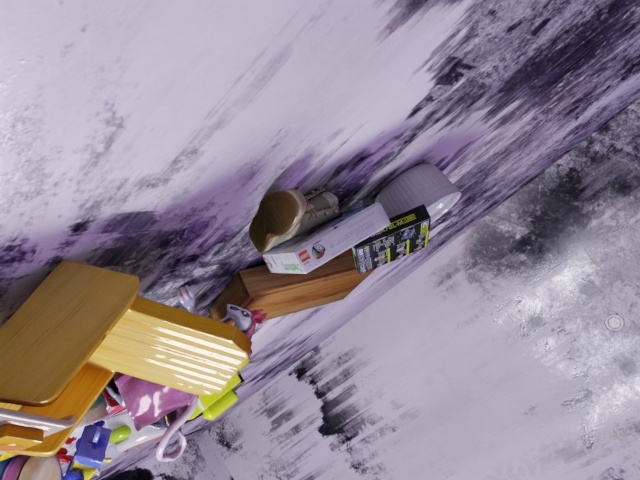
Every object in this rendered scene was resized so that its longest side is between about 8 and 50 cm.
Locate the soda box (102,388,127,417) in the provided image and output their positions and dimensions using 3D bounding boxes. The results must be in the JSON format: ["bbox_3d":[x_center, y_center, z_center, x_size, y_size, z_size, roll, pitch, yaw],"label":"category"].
[{"bbox_3d":[-0.490,0.379,1.599,0.083,0.092,0.263,-34,166,13],"label":"soda box"}]

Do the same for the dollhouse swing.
[{"bbox_3d":[-0.330,0.245,1.004,0.315,0.305,0.347,-60,-176,-36],"label":"dollhouse swing"}]

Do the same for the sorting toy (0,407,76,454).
[{"bbox_3d":[-0.453,0.252,0.810,0.193,0.038,0.208,-25,150,22],"label":"sorting toy"}]

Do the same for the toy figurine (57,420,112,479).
[{"bbox_3d":[-0.582,0.521,1.483,0.217,0.191,0.362,-55,-163,19],"label":"toy figurine"}]

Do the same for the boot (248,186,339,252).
[{"bbox_3d":[-0.033,-0.058,1.195,0.165,0.077,0.213,-24,170,-29],"label":"boot"}]

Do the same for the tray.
[{"bbox_3d":[-0.058,0.119,1.617,0.410,0.076,0.203,-12,155,-39],"label":"tray"}]

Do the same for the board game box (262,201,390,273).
[{"bbox_3d":[0.000,0.000,1.307,0.193,0.053,0.305,-29,-174,-15],"label":"board game box"}]

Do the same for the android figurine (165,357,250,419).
[{"bbox_3d":[-0.308,0.338,1.609,0.273,0.248,0.056,-34,-157,-28],"label":"android figurine"}]

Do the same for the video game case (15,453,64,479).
[{"bbox_3d":[-0.687,0.545,1.384,0.244,0.269,0.061,-30,137,-12],"label":"video game case"}]

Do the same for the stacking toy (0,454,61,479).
[{"bbox_3d":[-0.700,0.489,1.268,0.330,0.141,0.141,-1,165,3],"label":"stacking toy"}]

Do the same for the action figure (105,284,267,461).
[{"bbox_3d":[-0.264,0.268,1.374,0.370,0.276,0.248,-31,163,0],"label":"action figure"}]

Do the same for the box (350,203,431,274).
[{"bbox_3d":[0.160,0.002,1.472,0.184,0.045,0.191,-25,159,-2],"label":"box"}]

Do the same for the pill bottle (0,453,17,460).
[{"bbox_3d":[-0.616,0.361,1.219,0.117,0.118,0.208,-37,165,15],"label":"pill bottle"}]

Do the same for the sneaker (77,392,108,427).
[{"bbox_3d":[-0.504,0.305,1.325,0.108,0.121,0.302,-14,179,-28],"label":"sneaker"}]

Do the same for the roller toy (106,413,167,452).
[{"bbox_3d":[-0.529,0.527,1.893,0.191,0.146,0.209,-18,164,-15],"label":"roller toy"}]

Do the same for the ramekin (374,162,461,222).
[{"bbox_3d":[0.230,-0.098,1.570,0.207,0.109,0.207,-32,165,-9],"label":"ramekin"}]

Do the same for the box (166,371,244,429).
[{"bbox_3d":[-0.355,0.394,1.787,0.167,0.168,0.203,-17,158,-49],"label":"box"}]
